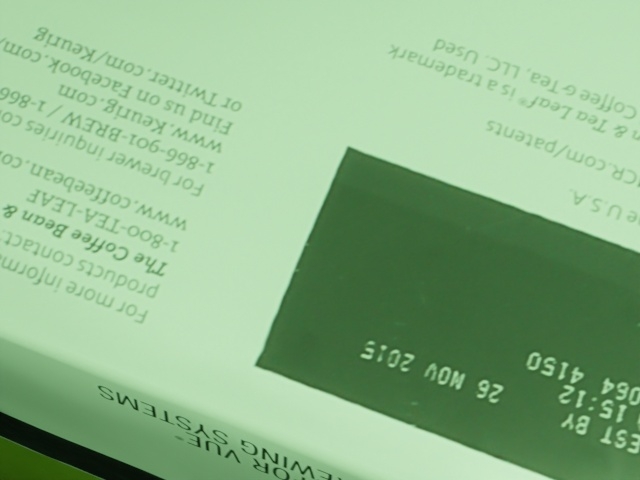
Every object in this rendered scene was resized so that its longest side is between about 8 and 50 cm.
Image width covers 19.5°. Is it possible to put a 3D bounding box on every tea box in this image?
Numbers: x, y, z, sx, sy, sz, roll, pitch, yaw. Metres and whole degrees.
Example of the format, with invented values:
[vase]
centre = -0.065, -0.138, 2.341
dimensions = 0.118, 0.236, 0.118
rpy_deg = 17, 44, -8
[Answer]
[tea box]
centre = -0.009, 0.005, 0.661
dimensions = 0.329, 0.323, 0.220
rpy_deg = 21, 69, 7
